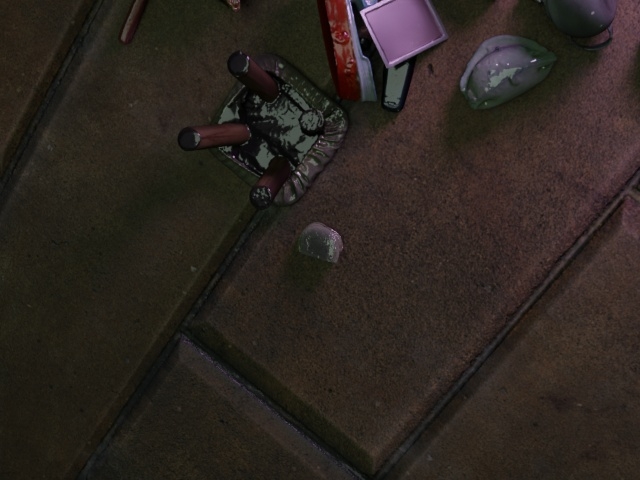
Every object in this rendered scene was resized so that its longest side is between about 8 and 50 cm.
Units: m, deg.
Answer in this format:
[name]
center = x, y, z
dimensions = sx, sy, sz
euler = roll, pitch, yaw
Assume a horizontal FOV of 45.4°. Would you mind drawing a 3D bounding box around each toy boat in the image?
[toy boat]
center = 0.077, -0.482, 1.762
dimensions = 0.133, 0.145, 0.332
euler = -11, 96, -6

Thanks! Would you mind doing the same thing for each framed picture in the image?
[framed picture]
center = 0.189, -0.486, 1.729
dimensions = 0.183, 0.011, 0.142
euler = -30, 98, -19

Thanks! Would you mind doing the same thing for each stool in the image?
[stool]
center = -0.136, -0.257, 1.820
dimensions = 0.310, 0.226, 0.310
euler = 39, 109, 8

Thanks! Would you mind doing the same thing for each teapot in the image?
[teapot]
center = 0.535, -0.517, 1.592
dimensions = 0.129, 0.193, 0.294
euler = -2, 136, 36

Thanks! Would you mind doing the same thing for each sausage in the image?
[sausage]
center = -0.479, -0.571, 1.956
dimensions = 0.030, 0.035, 0.147
euler = 33, 106, 11

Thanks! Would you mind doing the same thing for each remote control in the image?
[remote control]
center = 0.185, -0.411, 1.789
dimensions = 0.072, 0.042, 0.222
euler = 12, 104, 10

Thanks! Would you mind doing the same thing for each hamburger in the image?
[hamburger]
center = -0.001, 0.000, 1.924
dimensions = 0.121, 0.054, 0.084
euler = 14, 106, 21

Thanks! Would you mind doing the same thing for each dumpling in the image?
[dumpling]
center = 0.407, -0.385, 1.696
dimensions = 0.216, 0.105, 0.149
euler = -23, 94, 20

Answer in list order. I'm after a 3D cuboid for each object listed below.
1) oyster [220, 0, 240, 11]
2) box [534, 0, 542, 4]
[oyster]
center = -0.261, -0.700, 1.829
dimensions = 0.166, 0.110, 0.341
euler = -35, 87, 14
[box]
center = 0.491, -0.579, 1.668
dimensions = 0.050, 0.036, 0.117
euler = 31, 108, 7
